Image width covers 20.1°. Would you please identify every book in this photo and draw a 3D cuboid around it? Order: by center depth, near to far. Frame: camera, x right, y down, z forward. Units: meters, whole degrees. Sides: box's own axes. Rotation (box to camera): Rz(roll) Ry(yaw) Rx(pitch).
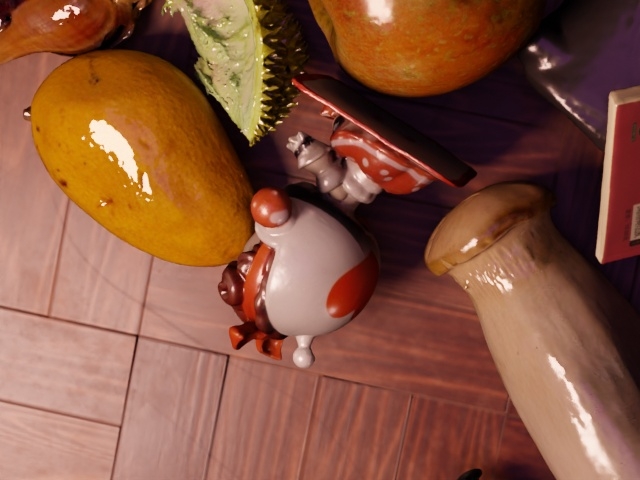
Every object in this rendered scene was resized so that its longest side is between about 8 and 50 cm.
[{"bbox_3d":[0.331,-0.072,1.444,0.231,0.022,0.162,-14,130,-14],"label":"book"}]

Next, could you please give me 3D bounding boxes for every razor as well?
[{"bbox_3d":[0.331,-0.211,1.464,0.204,0.113,0.349,42,105,-1],"label":"razor"}]

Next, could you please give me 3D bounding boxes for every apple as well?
[{"bbox_3d":[0.085,-0.234,1.441,0.207,0.237,0.237,-24,91,0],"label":"apple"}]

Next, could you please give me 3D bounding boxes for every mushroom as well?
[{"bbox_3d":[0.232,0.136,1.491,0.407,0.154,0.137,53,139,3],"label":"mushroom"}]

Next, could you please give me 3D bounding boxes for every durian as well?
[{"bbox_3d":[-0.075,-0.183,1.526,0.100,0.086,0.215,-31,65,5],"label":"durian"}]

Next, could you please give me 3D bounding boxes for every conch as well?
[{"bbox_3d":[-0.233,-0.198,1.554,0.232,0.080,0.086,-8,89,9],"label":"conch"}]

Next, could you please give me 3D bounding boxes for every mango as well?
[{"bbox_3d":[-0.143,-0.070,1.539,0.227,0.109,0.147,39,96,2],"label":"mango"}]

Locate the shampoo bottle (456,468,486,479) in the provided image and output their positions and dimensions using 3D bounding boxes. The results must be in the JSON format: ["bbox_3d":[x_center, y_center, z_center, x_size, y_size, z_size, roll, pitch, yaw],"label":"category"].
[{"bbox_3d":[0.192,0.319,1.531,0.101,0.101,0.284,-30,90,8],"label":"shampoo bottle"}]

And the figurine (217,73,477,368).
[{"bbox_3d":[0.000,0.000,1.493,0.160,0.183,0.226,33,100,6],"label":"figurine"}]
